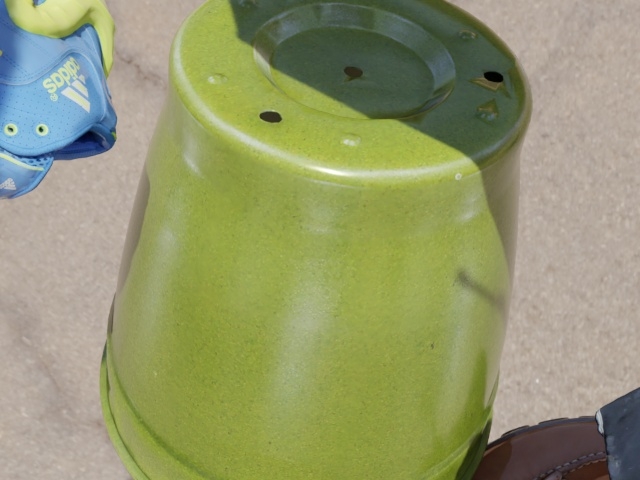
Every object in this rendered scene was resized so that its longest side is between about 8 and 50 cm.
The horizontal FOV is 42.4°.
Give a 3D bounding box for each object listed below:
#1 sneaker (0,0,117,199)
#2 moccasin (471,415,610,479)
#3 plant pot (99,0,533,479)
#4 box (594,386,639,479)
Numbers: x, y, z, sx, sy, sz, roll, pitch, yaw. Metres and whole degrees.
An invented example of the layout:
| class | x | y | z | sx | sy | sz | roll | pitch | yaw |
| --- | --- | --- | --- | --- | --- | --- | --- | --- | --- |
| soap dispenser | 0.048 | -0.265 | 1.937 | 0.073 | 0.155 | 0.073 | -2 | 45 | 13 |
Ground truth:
| class | x | y | z | sx | sy | sz | roll | pitch | yaw |
| --- | --- | --- | --- | --- | --- | --- | --- | --- | --- |
| sneaker | -0.178 | -0.087 | 0.381 | 0.091 | 0.240 | 0.126 | -27 | 78 | 31 |
| moccasin | 0.145 | 0.270 | 0.729 | 0.380 | 0.139 | 0.147 | -16 | 34 | -16 |
| plant pot | 0.000 | 0.000 | 0.652 | 0.367 | 0.352 | 0.366 | 4 | 45 | -4 |
| box | 0.197 | 0.103 | 0.293 | 0.158 | 0.093 | 0.156 | -39 | 16 | 29 |
